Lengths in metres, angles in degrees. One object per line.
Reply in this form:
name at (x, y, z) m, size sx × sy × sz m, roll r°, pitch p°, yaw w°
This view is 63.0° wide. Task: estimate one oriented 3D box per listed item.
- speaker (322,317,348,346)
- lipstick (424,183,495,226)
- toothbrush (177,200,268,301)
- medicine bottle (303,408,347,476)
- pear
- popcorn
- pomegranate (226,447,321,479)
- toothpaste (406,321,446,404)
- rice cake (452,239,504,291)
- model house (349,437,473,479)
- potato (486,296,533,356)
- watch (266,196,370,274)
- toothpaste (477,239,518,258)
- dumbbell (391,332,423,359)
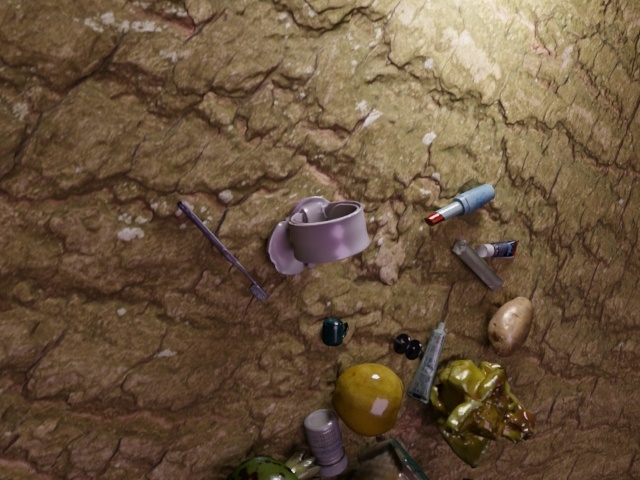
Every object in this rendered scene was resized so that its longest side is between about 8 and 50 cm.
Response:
speaker at (0.051, 0.267, 1.529) m, size 0.094 × 0.060 × 0.076 m, roll -4°, pitch 102°, yaw -29°
lipstick at (0.445, -0.108, 1.681) m, size 0.273 × 0.061 × 0.068 m, roll -25°, pitch 108°, yaw -24°
toothbrush at (-0.249, 0.035, 1.344) m, size 0.029 × 0.024 × 0.354 m, roll -42°, pitch 117°, yaw -7°
medicine bottle at (0.015, 0.595, 1.542) m, size 0.104 × 0.105 × 0.168 m, roll -21°, pitch 108°, yaw -25°
pear at (0.136, 0.463, 1.535) m, size 0.208 × 0.208 × 0.209 m, roll -5°, pitch 101°, yaw -28°
popcorn at (0.486, 0.554, 1.701) m, size 0.320 × 0.290 × 0.326 m, roll 0°, pitch 95°, yaw -19°
pomegranate at (-0.126, 0.676, 1.406) m, size 0.305 × 0.242 × 0.243 m, roll -36°, pitch 114°, yaw -23°
toothpaste at (0.362, 0.399, 1.725) m, size 0.069 × 0.047 × 0.269 m, roll 20°, pitch 85°, yaw 0°
rice cake at (0.534, 0.086, 1.769) m, size 0.057 × 0.052 × 0.256 m, roll -39°, pitch 120°, yaw 20°
model house at (0.271, 0.860, 1.618) m, size 0.445 × 0.395 × 0.400 m, roll 48°, pitch 59°, yaw -10°
potato at (0.670, 0.300, 1.851) m, size 0.161 × 0.128 × 0.235 m, roll 32°, pitch 78°, yaw -45°
watch at (0.000, 0.000, 1.358) m, size 0.244 × 0.231 × 0.196 m, roll -22°, pitch 111°, yaw -27°
toothpaste at (0.625, 0.036, 1.822) m, size 0.193 × 0.045 × 0.071 m, roll -3°, pitch 109°, yaw -35°
dumbbell at (0.278, 0.338, 1.664) m, size 0.147 × 0.069 × 0.070 m, roll 30°, pitch 84°, yaw -29°
